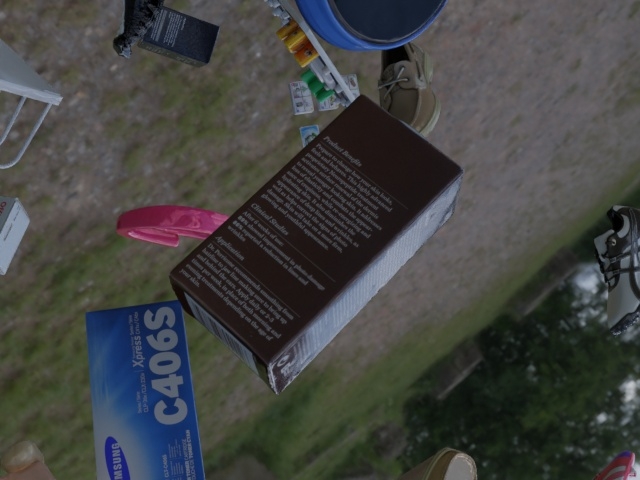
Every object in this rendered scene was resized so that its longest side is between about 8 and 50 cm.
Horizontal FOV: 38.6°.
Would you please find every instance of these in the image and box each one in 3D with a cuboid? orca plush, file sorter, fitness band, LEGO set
[{"bbox_3d":[-0.318,-0.485,1.694,0.151,0.102,0.287,41,62,-53],"label":"orca plush"},{"bbox_3d":[-0.635,-0.273,1.595,0.173,0.277,0.193,-56,154,14],"label":"file sorter"},{"bbox_3d":[-0.260,-0.026,1.771,0.209,0.054,0.291,-3,171,31],"label":"fitness band"},{"bbox_3d":[0.023,-0.272,2.228,0.182,0.244,0.060,-12,-179,-24],"label":"LEGO set"}]

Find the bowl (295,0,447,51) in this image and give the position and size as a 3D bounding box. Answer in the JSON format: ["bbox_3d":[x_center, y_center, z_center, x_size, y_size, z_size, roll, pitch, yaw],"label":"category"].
[{"bbox_3d":[0.112,-0.530,1.637,0.391,0.077,0.391,-20,123,-35],"label":"bowl"}]

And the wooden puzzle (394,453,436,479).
[{"bbox_3d":[0.230,0.593,1.713,0.322,0.348,0.080,-40,180,26],"label":"wooden puzzle"}]

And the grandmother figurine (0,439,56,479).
[{"bbox_3d":[-0.342,0.426,1.197,0.104,0.342,0.208,24,98,-52],"label":"grandmother figurine"}]

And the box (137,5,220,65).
[{"bbox_3d":[-0.326,-0.464,2.081,0.156,0.158,0.093,-154,-98,-73],"label":"box"}]

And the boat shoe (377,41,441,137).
[{"bbox_3d":[0.161,-0.302,1.846,0.121,0.110,0.341,-36,-151,27],"label":"boat shoe"}]

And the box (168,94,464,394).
[{"bbox_3d":[0.000,0.000,1.244,0.381,0.191,0.143,-44,160,-16],"label":"box"}]

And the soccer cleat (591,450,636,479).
[{"bbox_3d":[0.475,0.474,1.607,0.248,0.095,0.083,-63,151,-6],"label":"soccer cleat"}]

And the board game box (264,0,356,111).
[{"bbox_3d":[-0.020,-0.334,1.733,0.050,0.390,0.390,-36,133,3],"label":"board game box"}]

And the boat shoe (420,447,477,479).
[{"bbox_3d":[0.112,0.255,0.759,0.059,0.063,0.170,-27,-136,53],"label":"boat shoe"}]

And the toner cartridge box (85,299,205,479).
[{"bbox_3d":[-0.285,0.272,1.485,0.165,0.348,0.075,-9,149,-9],"label":"toner cartridge box"}]

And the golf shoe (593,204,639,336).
[{"bbox_3d":[0.418,0.039,1.281,0.077,0.094,0.198,116,-1,-63],"label":"golf shoe"}]

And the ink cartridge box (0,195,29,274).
[{"bbox_3d":[-0.747,-0.020,1.936,0.087,0.208,0.153,78,22,-55],"label":"ink cartridge box"}]
